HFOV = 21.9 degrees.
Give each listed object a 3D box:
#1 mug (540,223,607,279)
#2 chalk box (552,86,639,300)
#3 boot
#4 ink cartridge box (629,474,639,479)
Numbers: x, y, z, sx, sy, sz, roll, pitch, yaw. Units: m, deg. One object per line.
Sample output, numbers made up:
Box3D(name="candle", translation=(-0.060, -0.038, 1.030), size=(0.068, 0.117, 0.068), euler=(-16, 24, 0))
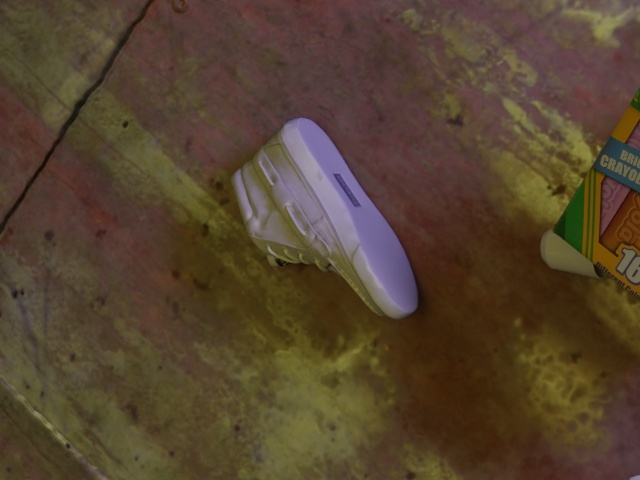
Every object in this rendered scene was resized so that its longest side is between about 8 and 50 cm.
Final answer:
Box3D(name="mug", translation=(0.267, 0.003, 1.719), size=(0.064, 0.078, 0.062), euler=(3, 125, 32))
Box3D(name="chalk box", translation=(0.381, -0.086, 1.539), size=(0.179, 0.180, 0.289), euler=(40, 130, 18))
Box3D(name="boot", translation=(0.000, 0.000, 1.819), size=(0.123, 0.095, 0.258), euler=(-39, 68, 26))
Box3D(name="ink cartridge box", translation=(0.485, 0.390, 1.589), size=(0.308, 0.091, 0.384), euler=(-15, 84, 33))
